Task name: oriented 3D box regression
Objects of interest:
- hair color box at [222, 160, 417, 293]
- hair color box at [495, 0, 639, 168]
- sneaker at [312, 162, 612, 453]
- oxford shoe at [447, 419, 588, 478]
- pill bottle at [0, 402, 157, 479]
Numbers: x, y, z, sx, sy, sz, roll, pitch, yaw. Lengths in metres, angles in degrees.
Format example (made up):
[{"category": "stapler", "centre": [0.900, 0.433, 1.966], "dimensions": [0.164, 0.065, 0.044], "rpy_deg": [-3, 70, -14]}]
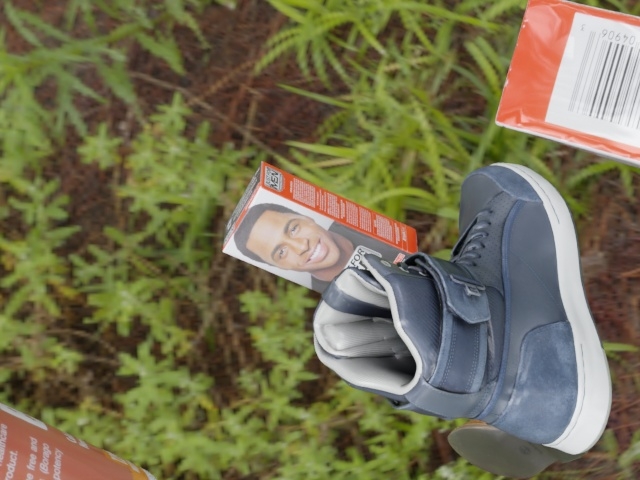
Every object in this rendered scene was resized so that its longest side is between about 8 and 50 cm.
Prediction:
[{"category": "hair color box", "centre": [0.000, 0.000, 1.230], "dimensions": [0.141, 0.043, 0.072], "rpy_deg": [23, 121, -14]}, {"category": "hair color box", "centre": [0.148, -0.047, 0.593], "dimensions": [0.093, 0.167, 0.053], "rpy_deg": [19, 98, 33]}, {"category": "sneaker", "centre": [0.074, 0.019, 0.928], "dimensions": [0.226, 0.163, 0.086], "rpy_deg": [-101, 30, -48]}, {"category": "oxford shoe", "centre": [0.208, 0.184, 1.524], "dimensions": [0.076, 0.076, 0.212], "rpy_deg": [45, 147, -15]}, {"category": "pill bottle", "centre": [-0.191, 0.127, 0.742], "dimensions": [0.121, 0.216, 0.121], "rpy_deg": [-42, 31, 33]}]
